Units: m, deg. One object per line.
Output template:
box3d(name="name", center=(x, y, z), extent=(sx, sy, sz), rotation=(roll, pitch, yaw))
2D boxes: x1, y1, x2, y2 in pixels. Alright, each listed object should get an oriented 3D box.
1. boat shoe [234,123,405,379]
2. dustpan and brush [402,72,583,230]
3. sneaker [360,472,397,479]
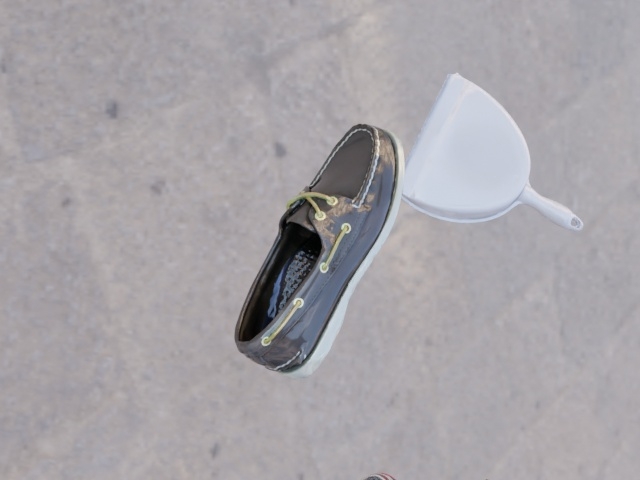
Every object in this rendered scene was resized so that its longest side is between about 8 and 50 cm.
box3d(name="boat shoe", center=(0.000, 0.000, 0.999), extent=(0.068, 0.081, 0.228), rotation=(30, 78, -42))
box3d(name="dustpan and brush", center=(0.193, -0.064, 1.275), extent=(0.211, 0.060, 0.147), rotation=(27, 81, -4))
box3d(name="sneaker", center=(0.006, 0.308, 1.127), extent=(0.112, 0.120, 0.299), rotation=(63, 35, -12))
